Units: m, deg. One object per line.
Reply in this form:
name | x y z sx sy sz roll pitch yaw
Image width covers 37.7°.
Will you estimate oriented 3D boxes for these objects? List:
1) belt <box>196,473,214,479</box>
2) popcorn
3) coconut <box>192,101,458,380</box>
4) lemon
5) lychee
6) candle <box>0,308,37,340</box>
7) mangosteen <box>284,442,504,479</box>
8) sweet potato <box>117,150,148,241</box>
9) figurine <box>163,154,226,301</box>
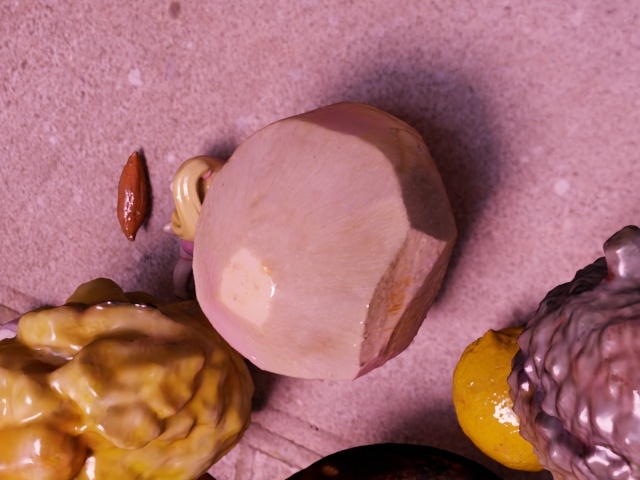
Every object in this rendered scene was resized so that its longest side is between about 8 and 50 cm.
belt | -0.193 0.423 1.060 0.217 0.122 0.339 24 115 23
popcorn | -0.190 0.146 0.886 0.252 0.286 0.215 3 90 50
coconut | 0.000 0.000 0.753 0.197 0.237 0.237 38 120 19
lemon | 0.165 0.130 0.758 0.109 0.109 0.133 -31 92 34
lychee | 0.259 0.102 0.607 0.255 0.255 0.274 -16 111 34
candle | -0.294 0.176 1.083 0.168 0.068 0.192 -3 106 31
mangosteen | 0.068 0.324 0.730 0.305 0.359 0.306 -2 99 -12
sweet potato | -0.195 -0.046 0.978 0.034 0.034 0.095 11 99 29
figurine | -0.120 -0.006 0.922 0.083 0.083 0.187 30 128 21
